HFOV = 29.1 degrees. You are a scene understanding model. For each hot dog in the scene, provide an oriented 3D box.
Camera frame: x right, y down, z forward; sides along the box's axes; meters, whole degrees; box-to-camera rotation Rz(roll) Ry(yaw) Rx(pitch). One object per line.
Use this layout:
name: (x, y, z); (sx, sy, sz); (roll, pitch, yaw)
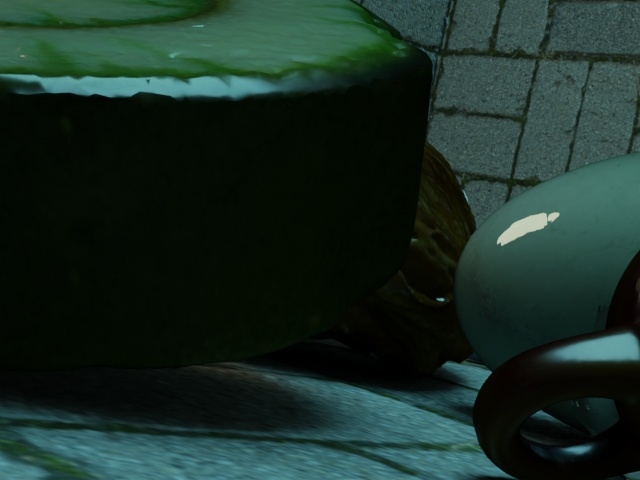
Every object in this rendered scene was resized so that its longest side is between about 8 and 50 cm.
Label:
hot dog: (0.000, 0.000, 0.922); (0.267, 0.174, 0.387); (11, 12, 7)

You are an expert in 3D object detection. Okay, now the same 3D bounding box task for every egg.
egg: (0.207, 0.036, 0.713); (0.264, 0.182, 0.183); (5, -2, 20)

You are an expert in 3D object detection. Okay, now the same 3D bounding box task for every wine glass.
wine glass: (0.140, 0.072, 0.588); (0.039, 0.083, 0.042); (17, -3, -5)

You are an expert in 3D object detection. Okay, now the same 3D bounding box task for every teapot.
teapot: (0.188, 0.071, 0.524); (0.252, 0.135, 0.178); (-7, 37, -6)

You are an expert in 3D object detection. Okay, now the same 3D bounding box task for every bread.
bread: (-0.134, -0.059, 0.596); (0.366, 0.129, 0.382); (15, 22, 23)

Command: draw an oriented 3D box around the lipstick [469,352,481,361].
lipstick: (0.211, 0.103, 1.146); (0.158, 0.048, 0.048); (13, 0, -1)
